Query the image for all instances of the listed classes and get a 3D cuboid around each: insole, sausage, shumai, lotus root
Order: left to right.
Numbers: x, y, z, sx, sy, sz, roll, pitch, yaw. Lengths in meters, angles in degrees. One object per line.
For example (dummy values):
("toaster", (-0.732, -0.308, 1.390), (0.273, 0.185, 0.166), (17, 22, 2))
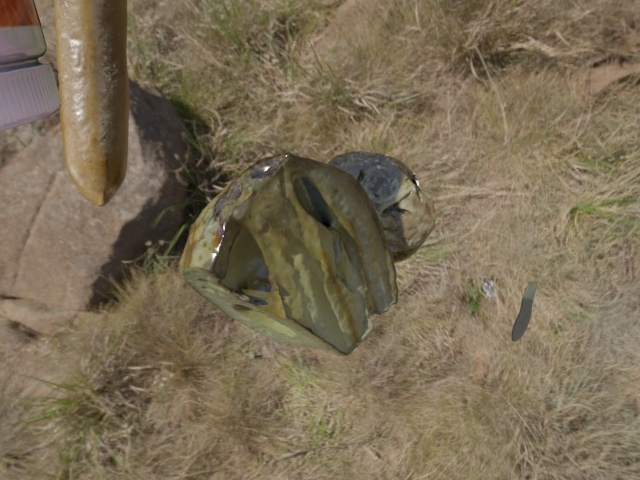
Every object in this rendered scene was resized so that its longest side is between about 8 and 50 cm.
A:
("sausage", (-0.409, -0.312, 0.988), (0.136, 0.123, 0.500), (23, 113, 53))
("lotus root", (-0.036, 0.025, 0.650), (0.142, 0.314, 0.210), (18, 61, 39))
("shumai", (0.073, -0.045, 0.880), (0.210, 0.153, 0.161), (38, 127, 5))
("insole", (0.516, 0.182, 1.380), (0.064, 0.188, 0.004), (-17, 35, -28))

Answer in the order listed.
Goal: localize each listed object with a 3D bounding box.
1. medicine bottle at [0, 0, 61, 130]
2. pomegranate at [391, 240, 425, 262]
("medicine bottle", (-0.354, -0.194, 0.399), (0.253, 0.252, 0.240), (3, 115, 20))
("pomegranate", (0.187, -0.048, 1.433), (0.211, 0.263, 0.210), (4, 99, 27))
